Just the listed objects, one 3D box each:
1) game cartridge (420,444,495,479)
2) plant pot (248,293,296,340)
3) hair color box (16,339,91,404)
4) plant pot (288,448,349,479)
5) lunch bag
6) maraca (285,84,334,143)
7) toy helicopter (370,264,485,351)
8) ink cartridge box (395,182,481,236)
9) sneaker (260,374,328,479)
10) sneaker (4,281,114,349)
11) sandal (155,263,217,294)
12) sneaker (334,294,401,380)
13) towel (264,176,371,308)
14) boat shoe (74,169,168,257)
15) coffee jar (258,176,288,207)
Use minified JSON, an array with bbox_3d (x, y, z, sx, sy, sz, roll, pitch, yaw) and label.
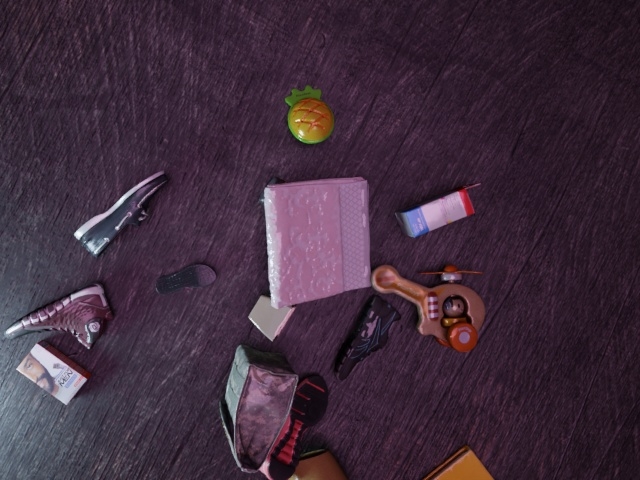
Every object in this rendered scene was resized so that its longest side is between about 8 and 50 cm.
[{"bbox_3d":[0.426,0.827,1.923,0.285,0.052,0.324,-37,99,-3],"label":"game cartridge"},{"bbox_3d":[-0.139,0.207,1.794,0.096,0.109,0.109,32,90,5],"label":"plant pot"},{"bbox_3d":[-0.732,0.362,1.758,0.167,0.053,0.093,38,90,-6],"label":"hair color box"},{"bbox_3d":[0.003,0.729,1.792,0.237,0.237,0.254,-14,81,-5],"label":"plant pot"},{"bbox_3d":[-0.184,0.455,1.734,0.168,0.235,0.287,15,91,-13],"label":"lunch bag"},{"bbox_3d":[-0.032,-0.351,1.776,0.127,0.099,0.186,-14,69,-8],"label":"maraca"},{"bbox_3d":[0.312,0.151,1.822,0.355,0.140,0.235,26,84,-8],"label":"toy helicopter"},{"bbox_3d":[0.342,-0.087,1.811,0.231,0.134,0.078,-21,95,-4],"label":"ink cartridge box"},{"bbox_3d":[-0.095,0.518,1.813,0.116,0.136,0.314,41,64,-23],"label":"sneaker"},{"bbox_3d":[-0.695,0.241,1.731,0.281,0.106,0.163,-26,99,-5],"label":"sneaker"},{"bbox_3d":[-0.376,0.108,1.795,0.179,0.040,0.067,-14,90,9],"label":"sandal"},{"bbox_3d":[0.133,0.293,1.829,0.106,0.101,0.267,31,90,-10],"label":"sneaker"},{"bbox_3d":[0.000,0.000,1.745,0.317,0.053,0.332,-9,103,-28],"label":"towel"},{"bbox_3d":[-0.521,-0.073,1.732,0.302,0.114,0.091,-37,96,9],"label":"boat shoe"},{"bbox_3d":[-0.080,-0.094,1.791,0.184,0.079,0.096,35,86,-7],"label":"coffee jar"}]
